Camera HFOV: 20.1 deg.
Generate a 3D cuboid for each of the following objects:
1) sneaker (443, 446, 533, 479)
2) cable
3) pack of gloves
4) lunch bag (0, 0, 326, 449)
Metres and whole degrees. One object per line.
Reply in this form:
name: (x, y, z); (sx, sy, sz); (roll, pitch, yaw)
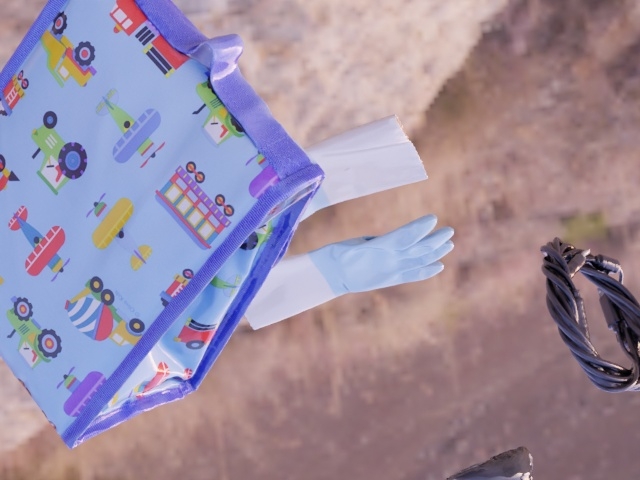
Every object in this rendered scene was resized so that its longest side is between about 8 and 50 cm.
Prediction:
sneaker: (0.130, 0.247, 1.357); (0.086, 0.132, 0.229); (-19, 160, -21)
cable: (0.284, 0.075, 1.841); (0.047, 0.184, 0.150); (-34, 130, 30)
pack of gloves: (0.000, 0.000, 1.670); (0.232, 0.046, 0.195); (-18, 129, 16)
lunch bag: (-0.136, -0.040, 1.249); (0.138, 0.221, 0.293); (-22, 156, -47)
